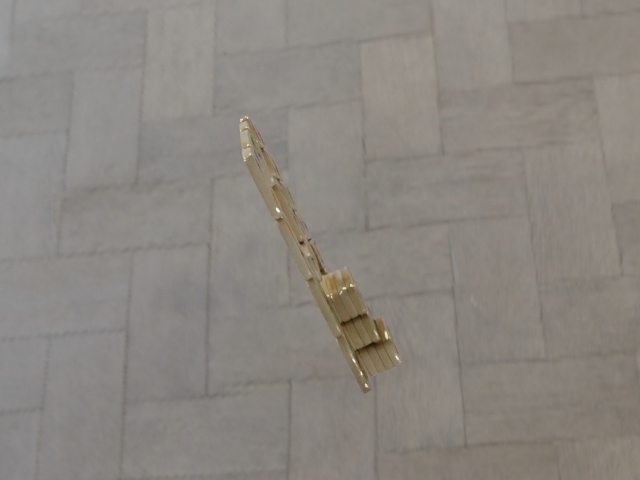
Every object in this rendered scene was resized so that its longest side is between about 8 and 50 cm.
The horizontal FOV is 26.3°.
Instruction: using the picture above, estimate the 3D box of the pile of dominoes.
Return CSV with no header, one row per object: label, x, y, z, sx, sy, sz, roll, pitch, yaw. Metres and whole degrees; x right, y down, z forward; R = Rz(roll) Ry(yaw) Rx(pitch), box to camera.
pile of dominoes,0.000,0.000,1.200,0.040,0.251,0.196,-25,21,4
